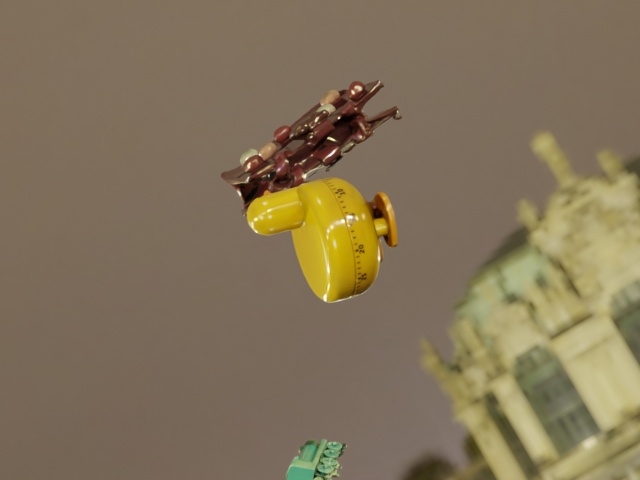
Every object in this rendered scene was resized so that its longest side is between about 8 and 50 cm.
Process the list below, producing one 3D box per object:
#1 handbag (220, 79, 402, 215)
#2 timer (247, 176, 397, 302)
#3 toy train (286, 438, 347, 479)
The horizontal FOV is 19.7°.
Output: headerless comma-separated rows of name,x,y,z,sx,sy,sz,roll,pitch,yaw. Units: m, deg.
handbag,-0.017,-0.113,2.227,0.203,0.074,0.216,-37,6,-10
timer,0.000,0.000,1.553,0.109,0.107,0.107,-15,-18,-16
toy train,-0.003,0.204,1.670,0.045,0.029,0.092,10,15,5
